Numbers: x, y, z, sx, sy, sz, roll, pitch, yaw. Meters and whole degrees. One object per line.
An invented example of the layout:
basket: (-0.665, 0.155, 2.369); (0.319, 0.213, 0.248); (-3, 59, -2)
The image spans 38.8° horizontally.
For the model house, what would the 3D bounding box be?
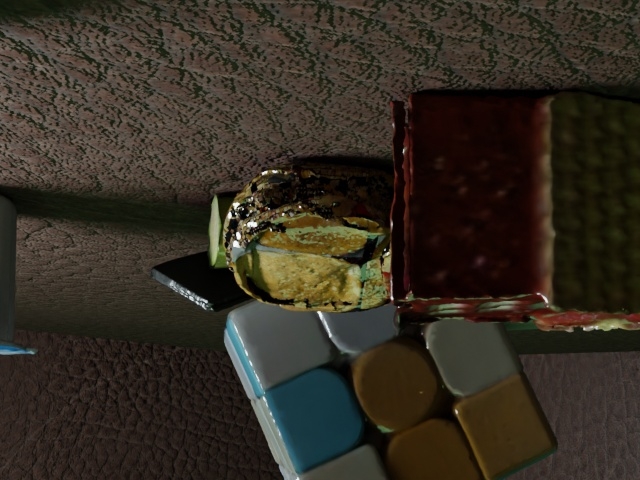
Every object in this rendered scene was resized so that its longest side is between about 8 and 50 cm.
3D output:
model house: (0.186, -0.019, 0.797); (0.254, 0.196, 0.160); (-1, 166, 12)

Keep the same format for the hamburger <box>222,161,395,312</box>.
hamburger: (0.000, 0.000, 1.038); (0.231, 0.107, 0.231); (-3, 149, -2)

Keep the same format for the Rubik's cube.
Rubik's cube: (0.077, 0.212, 1.325); (0.344, 0.347, 0.346); (-22, 174, -11)

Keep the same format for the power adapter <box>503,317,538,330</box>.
power adapter: (0.341, 0.067, 1.362); (0.205, 0.125, 0.130); (-8, 164, 36)

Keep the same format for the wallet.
wallet: (-0.092, 0.032, 1.200); (0.124, 0.025, 0.244); (25, -149, 37)

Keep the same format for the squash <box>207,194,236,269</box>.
squash: (-0.046, -0.010, 1.161); (0.188, 0.095, 0.095); (1, 169, -13)

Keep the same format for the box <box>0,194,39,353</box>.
box: (-0.519, 0.040, 1.186); (0.291, 0.206, 0.262); (2, 167, 6)
